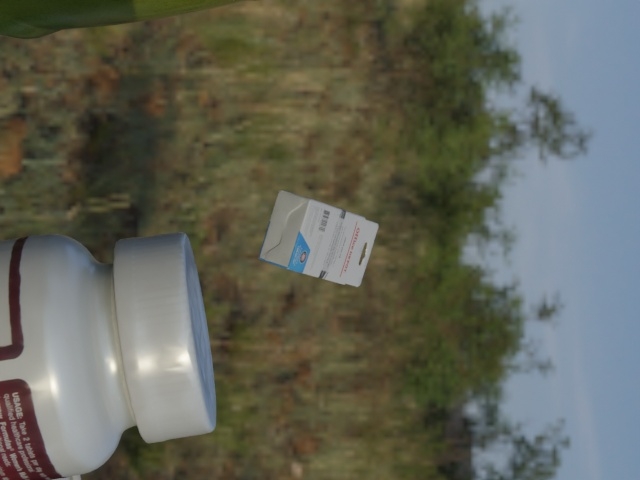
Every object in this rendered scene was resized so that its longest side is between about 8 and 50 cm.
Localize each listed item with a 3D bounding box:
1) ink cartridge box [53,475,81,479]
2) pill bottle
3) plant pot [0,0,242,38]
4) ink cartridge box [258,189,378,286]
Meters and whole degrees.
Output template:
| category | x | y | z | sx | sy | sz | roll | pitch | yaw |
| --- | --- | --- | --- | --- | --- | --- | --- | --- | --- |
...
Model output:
| category | x | y | z | sx | sy | sz | roll | pitch | yaw |
| --- | --- | --- | --- | --- | --- | --- | --- | --- | --- |
| ink cartridge box | -0.362 | 0.192 | 0.891 | 0.166 | 0.395 | 0.285 | -55 | -137 | 43 |
| pill bottle | -0.168 | 0.062 | 0.691 | 0.121 | 0.221 | 0.121 | 171 | -90 | -89 |
| plant pot | -0.191 | -0.353 | 1.315 | 0.366 | 0.353 | 0.366 | 26 | 56 | -47 |
| ink cartridge box | 0.000 | 0.000 | 0.932 | 0.083 | 0.028 | 0.048 | 18 | 90 | -53 |
